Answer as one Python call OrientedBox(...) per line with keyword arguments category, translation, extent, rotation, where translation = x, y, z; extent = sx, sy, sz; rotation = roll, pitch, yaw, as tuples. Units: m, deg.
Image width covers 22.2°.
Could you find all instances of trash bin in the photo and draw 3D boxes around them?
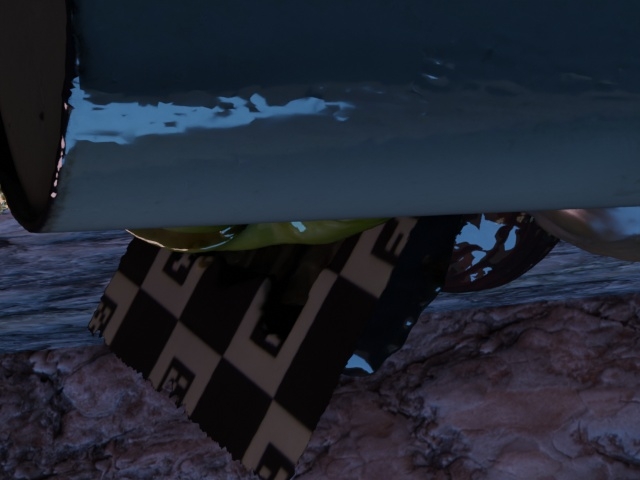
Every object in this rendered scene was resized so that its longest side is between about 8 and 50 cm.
OrientedBox(category="trash bin", translation=(0.086, -0.141, 0.657), extent=(0.432, 0.280, 0.280), rotation=(-6, 172, -19))

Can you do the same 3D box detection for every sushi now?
OrientedBox(category="sushi", translation=(0.000, 0.000, 1.126), extent=(0.100, 0.296, 0.373), rotation=(27, 179, -29))

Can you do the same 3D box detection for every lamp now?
OrientedBox(category="lamp", translation=(0.097, -0.067, 1.327), extent=(0.247, 0.247, 0.247), rotation=(-2, 170, 0))

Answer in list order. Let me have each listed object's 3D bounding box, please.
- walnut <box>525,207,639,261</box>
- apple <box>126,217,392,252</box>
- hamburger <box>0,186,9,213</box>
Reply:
OrientedBox(category="walnut", translation=(0.208, -0.112, 1.030), extent=(0.248, 0.248, 0.248), rotation=(-2, 170, 0))
OrientedBox(category="apple", translation=(-0.041, -0.126, 0.900), extent=(0.292, 0.254, 0.292), rotation=(-6, 172, -1))
OrientedBox(category="hamburger", translation=(-0.227, -0.095, 1.244), extent=(0.243, 0.138, 0.261), rotation=(14, 155, -11))
